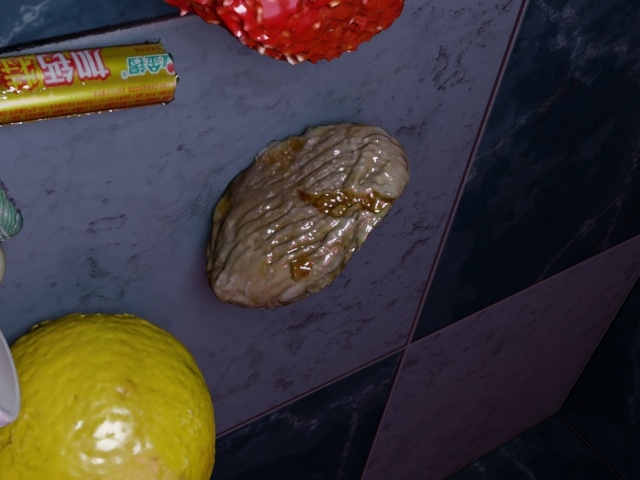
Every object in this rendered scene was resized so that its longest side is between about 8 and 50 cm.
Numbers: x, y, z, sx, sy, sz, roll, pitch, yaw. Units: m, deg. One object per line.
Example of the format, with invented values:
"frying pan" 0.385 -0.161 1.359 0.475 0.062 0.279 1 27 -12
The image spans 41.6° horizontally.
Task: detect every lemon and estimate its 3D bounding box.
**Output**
"lemon" -0.311 0.286 1.165 0.350 0.387 0.349 -12 146 -8

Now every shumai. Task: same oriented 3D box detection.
"shumai" 0.002 0.002 1.283 0.346 0.217 0.283 -41 147 -5

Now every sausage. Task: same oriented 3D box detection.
"sausage" -0.334 -0.158 0.882 0.372 0.082 0.082 -15 140 -33

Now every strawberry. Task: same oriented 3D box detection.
"strawberry" -0.038 -0.298 0.873 0.292 0.292 0.343 -37 162 -6

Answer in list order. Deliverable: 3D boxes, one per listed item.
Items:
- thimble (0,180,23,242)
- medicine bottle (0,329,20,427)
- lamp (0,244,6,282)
"thimble" -0.386 -0.047 0.898 0.090 0.135 0.118 -35 155 -14
"medicine bottle" -0.507 0.184 0.971 0.274 0.165 0.165 -19 144 -5
"lamp" -0.447 0.012 0.967 0.163 0.091 0.091 30 107 -41
